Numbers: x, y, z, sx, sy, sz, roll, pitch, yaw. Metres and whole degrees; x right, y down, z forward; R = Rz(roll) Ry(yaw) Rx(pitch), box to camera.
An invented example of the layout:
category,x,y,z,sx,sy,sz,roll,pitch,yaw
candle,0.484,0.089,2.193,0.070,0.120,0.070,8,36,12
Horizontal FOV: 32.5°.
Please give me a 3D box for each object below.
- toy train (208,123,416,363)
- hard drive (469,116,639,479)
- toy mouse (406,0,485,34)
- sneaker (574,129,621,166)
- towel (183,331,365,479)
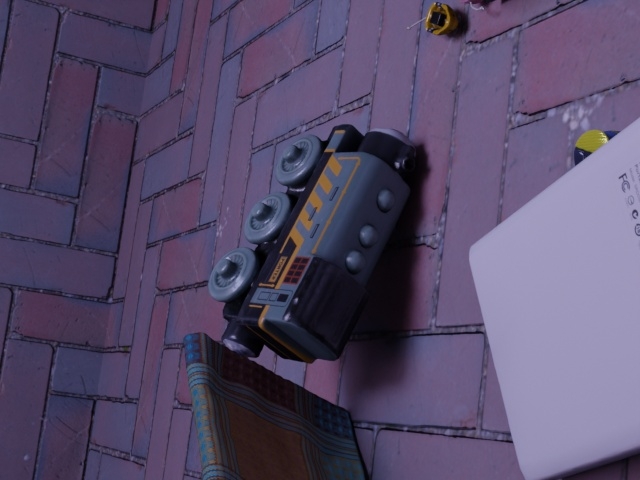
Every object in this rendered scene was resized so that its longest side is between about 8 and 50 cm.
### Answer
category,x,y,z,sx,sy,sz,roll,pitch,yaw
toy train,0.000,0.000,1.348,0.190,0.142,0.334,4,59,48
hard drive,0.242,0.049,0.883,0.353,0.047,0.233,134,129,-60
toy mouse,0.169,-0.312,1.310,0.161,0.031,0.143,34,110,64
sneaker,0.263,-0.028,0.968,0.053,0.059,0.144,10,109,52
towel,-0.026,0.280,1.204,0.040,0.271,0.370,-42,37,21
